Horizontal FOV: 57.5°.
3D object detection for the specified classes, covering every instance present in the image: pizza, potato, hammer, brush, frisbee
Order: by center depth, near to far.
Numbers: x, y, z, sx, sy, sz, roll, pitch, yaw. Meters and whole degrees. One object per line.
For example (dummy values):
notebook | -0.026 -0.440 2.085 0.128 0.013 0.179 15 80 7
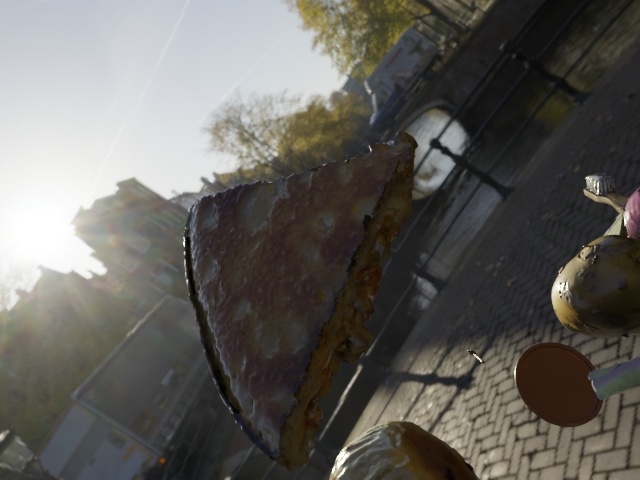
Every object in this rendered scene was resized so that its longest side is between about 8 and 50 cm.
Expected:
pizza | -0.004 0.032 0.784 0.406 0.130 0.439 -40 51 13
potato | 0.399 0.074 0.815 0.175 0.137 0.137 87 -154 -46
brush | 0.771 -0.131 1.553 0.070 0.065 0.327 -15 12 13
hammer | 0.426 0.316 1.583 0.123 0.029 0.014 -48 -18 -89
frisbee | 0.680 0.409 1.667 0.250 0.251 0.021 -58 -15 -29

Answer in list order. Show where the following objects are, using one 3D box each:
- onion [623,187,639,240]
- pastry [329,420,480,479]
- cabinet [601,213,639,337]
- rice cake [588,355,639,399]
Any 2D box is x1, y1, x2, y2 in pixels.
onion | 0.720 -0.029 1.141 0.200 0.201 0.207 147 125 -81
pastry | 0.187 0.599 1.274 0.312 0.389 0.388 -54 4 9
cabinet | 0.966 0.103 1.776 0.318 0.290 0.227 -37 -25 -54
rice cake | 0.772 0.286 1.382 0.290 0.081 0.051 -43 -14 31
